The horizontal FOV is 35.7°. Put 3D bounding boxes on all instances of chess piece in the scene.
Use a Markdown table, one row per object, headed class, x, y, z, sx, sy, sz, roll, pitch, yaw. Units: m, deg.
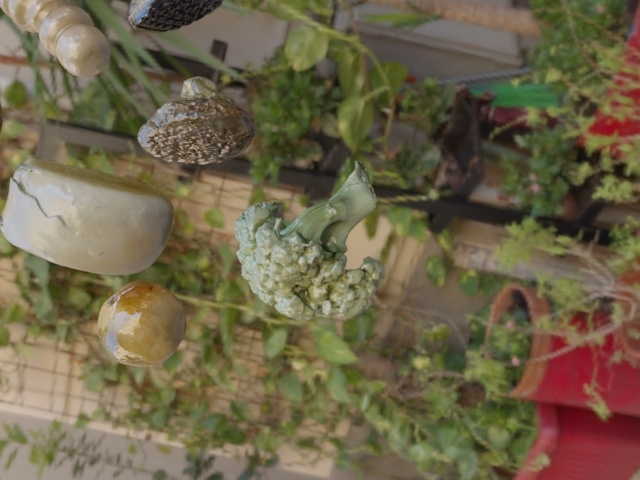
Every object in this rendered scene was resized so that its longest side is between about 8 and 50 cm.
| class | x | y | z | sx | sy | sz | roll | pitch | yaw |
| --- | --- | --- | --- | --- | --- | --- | --- | --- | --- |
| chess piece | -0.506 | -0.417 | 1.924 | 0.261 | 0.142 | 0.143 | 49 | 144 | 24 |

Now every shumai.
| class | x | y | z | sx | sy | sz | roll | pitch | yaw |
| --- | --- | --- | --- | --- | --- | --- | --- | --- | --- |
| shumai | -0.212 | -0.219 | 1.755 | 0.161 | 0.209 | 0.153 | 53 | -146 | -48 |

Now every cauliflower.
| class | x | y | z | sx | sy | sz | roll | pitch | yaw |
| --- | --- | --- | --- | --- | --- | --- | --- | --- | --- |
| cauliflower | -0.003 | 0.023 | 1.795 | 0.260 | 0.281 | 0.327 | 65 | -162 | 16 |

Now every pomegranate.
| class | x | y | z | sx | sy | sz | roll | pitch | yaw |
| --- | --- | --- | --- | --- | --- | --- | --- | --- | --- |
| pomegranate | -0.441 | 0.204 | 2.458 | 0.233 | 0.233 | 0.233 | -167 | 90 | -84 |

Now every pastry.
| class | x | y | z | sx | sy | sz | roll | pitch | yaw |
| --- | --- | --- | --- | --- | --- | --- | --- | --- | --- |
| pastry | -0.346 | -0.036 | 1.476 | 0.265 | 0.264 | 0.133 | -106 | 33 | -77 |

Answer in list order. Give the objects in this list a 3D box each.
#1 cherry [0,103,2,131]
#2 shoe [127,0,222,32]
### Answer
| class | x | y | z | sx | sy | sz | roll | pitch | yaw |
| --- | --- | --- | --- | --- | --- | --- | --- | --- | --- |
| cherry | -0.756 | -0.235 | 1.965 | 0.261 | 0.307 | 0.221 | -42 | -42 | -11 |
| shoe | -0.179 | -0.446 | 1.430 | 0.336 | 0.171 | 0.132 | -33 | -11 | 27 |
